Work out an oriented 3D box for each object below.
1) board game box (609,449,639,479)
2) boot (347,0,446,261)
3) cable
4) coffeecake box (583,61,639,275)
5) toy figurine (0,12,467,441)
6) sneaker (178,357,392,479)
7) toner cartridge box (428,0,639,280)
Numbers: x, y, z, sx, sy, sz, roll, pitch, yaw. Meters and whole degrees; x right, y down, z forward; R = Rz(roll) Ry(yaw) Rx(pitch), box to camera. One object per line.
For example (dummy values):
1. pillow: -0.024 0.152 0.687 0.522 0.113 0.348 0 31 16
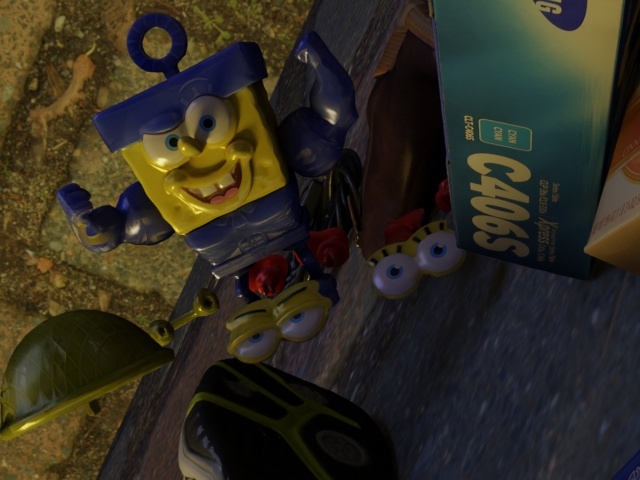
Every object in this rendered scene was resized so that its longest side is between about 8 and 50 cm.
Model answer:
1. board game box: 0.056 0.260 0.448 0.319 0.066 0.318 -77 13 -46
2. boot: 0.081 -0.071 1.139 0.248 0.090 0.207 -115 37 -76
3. cable: 0.000 0.000 1.502 0.184 0.047 0.150 -66 14 -6
4. coffeecake box: 0.178 -0.084 0.558 0.142 0.068 0.185 133 158 -68
5. toy figurine: -0.086 -0.040 0.992 0.362 0.217 0.191 -24 13 12
6. sneaker: -0.042 0.201 0.925 0.385 0.145 0.147 -85 19 -67
7. toner cartridge box: 0.107 -0.121 0.640 0.348 0.075 0.165 70 -144 -68
